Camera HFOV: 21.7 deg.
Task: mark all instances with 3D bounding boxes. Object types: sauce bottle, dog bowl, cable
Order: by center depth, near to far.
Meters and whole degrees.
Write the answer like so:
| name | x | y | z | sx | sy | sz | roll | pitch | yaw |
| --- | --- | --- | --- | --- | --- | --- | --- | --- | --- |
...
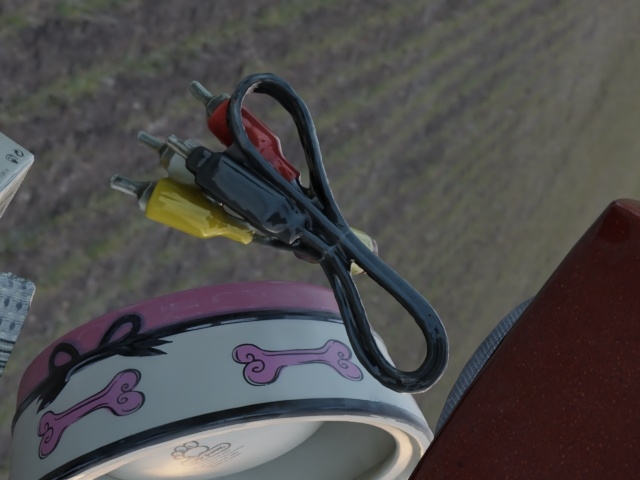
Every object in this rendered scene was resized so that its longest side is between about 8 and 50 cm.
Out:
| name | x | y | z | sx | sy | sz | roll | pitch | yaw |
| --- | --- | --- | --- | --- | --- | --- | --- | --- | --- |
| cable | -0.008 | -0.012 | 1.235 | 0.139 | 0.287 | 0.072 | -52 | -179 | -8 |
| sauce bottle | 0.000 | 0.000 | 1.425 | 0.128 | 0.042 | 0.042 | 22 | 87 | -53 |
| dog bowl | -0.106 | 0.176 | 1.572 | 0.408 | 0.408 | 0.150 | 83 | -6 | -65 |

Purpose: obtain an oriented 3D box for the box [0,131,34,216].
| name | x | y | z | sx | sy | sz | roll | pitch | yaw |
| --- | --- | --- | --- | --- | --- | --- | --- | --- | --- |
| box | -0.391 | -0.094 | 1.414 | 0.113 | 0.275 | 0.094 | -53 | -177 | 30 |

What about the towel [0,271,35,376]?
| name | x | y | z | sx | sy | sz | roll | pitch | yaw |
| --- | --- | --- | --- | --- | --- | --- | --- | --- | --- |
| towel | -0.378 | 0.128 | 1.250 | 0.324 | 0.056 | 0.312 | 30 | 81 | -57 |

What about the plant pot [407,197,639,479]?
| name | x | y | z | sx | sy | sz | roll | pitch | yaw |
| --- | --- | --- | --- | --- | --- | --- | --- | --- | --- |
| plant pot | 0.182 | 0.129 | 0.596 | 0.267 | 0.267 | 0.235 | 39 | -63 | 62 |

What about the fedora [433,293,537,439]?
| name | x | y | z | sx | sy | sz | roll | pitch | yaw |
| --- | --- | --- | --- | --- | --- | --- | --- | --- | --- |
| fedora | 0.145 | 0.162 | 1.024 | 0.124 | 0.244 | 0.275 | -23 | -151 | 57 |
